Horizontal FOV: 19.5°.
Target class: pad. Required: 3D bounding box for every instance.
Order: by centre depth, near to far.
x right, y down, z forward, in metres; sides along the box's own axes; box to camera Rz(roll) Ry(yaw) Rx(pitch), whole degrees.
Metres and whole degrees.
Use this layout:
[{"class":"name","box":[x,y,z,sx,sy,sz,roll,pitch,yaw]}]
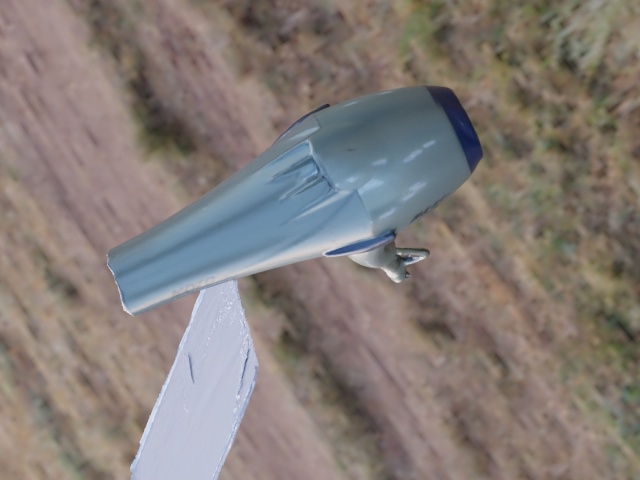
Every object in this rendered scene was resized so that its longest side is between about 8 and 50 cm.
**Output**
[{"class":"pad","box":[-0.069,0.097,0.960,0.004,0.156,0.232,19,-168,-12]}]

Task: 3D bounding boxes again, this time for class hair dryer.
[{"class":"hair dryer","box":[-0.018,0.004,0.851,0.199,0.167,0.067,106,143,-69]}]
